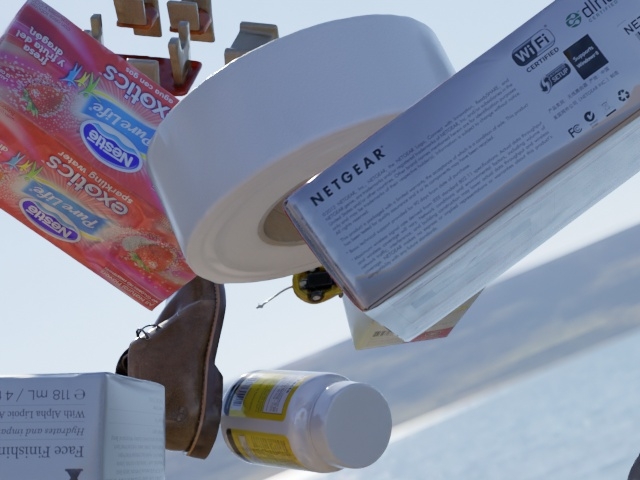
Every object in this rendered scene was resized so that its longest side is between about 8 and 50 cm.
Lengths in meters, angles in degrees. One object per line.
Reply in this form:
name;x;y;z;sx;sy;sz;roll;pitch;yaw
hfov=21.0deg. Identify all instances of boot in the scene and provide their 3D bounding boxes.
boot;-0.182;0.118;2.077;0.115;0.305;0.112;14;-46;-16

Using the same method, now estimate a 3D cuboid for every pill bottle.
pill bottle;-0.017;0.215;2.053;0.119;0.119;0.208;-18;9;-35

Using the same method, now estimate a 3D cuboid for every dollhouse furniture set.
dollhouse furniture set;-0.182;-0.210;2.217;0.259;0.135;0.262;7;39;13

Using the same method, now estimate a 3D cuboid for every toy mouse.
toy mouse;0.000;0.000;1.708;0.161;0.143;0.031;-11;-32;-8

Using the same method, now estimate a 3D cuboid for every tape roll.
tape roll;-0.002;-0.074;1.498;0.286;0.100;0.286;-22;-21;-9

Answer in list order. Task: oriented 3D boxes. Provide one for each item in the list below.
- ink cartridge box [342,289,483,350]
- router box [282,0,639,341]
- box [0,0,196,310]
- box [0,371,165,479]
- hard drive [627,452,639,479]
ink cartridge box;0.107;0.038;2.099;0.128;0.127;0.176;-6;-22;-17
router box;0.151;-0.071;1.100;0.335;0.082;0.301;-37;-10;1
box;-0.233;-0.084;1.771;0.154;0.300;0.142;-36;24;46
box;-0.209;0.152;1.156;0.181;0.119;0.182;-2;-8;7
hard drive;0.334;0.226;1.208;0.172;0.254;0.054;-26;-19;-46
